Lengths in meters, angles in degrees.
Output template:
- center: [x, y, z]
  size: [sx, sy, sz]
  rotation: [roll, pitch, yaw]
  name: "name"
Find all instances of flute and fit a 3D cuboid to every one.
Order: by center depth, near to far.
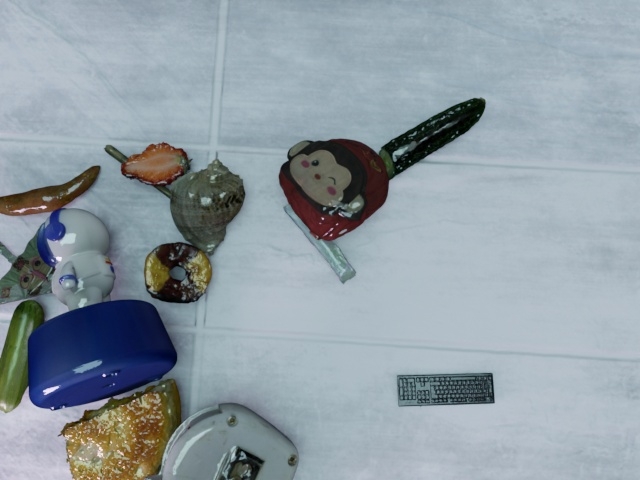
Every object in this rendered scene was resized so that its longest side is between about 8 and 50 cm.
- center: [-0.377, -0.136, 1.259]
  size: [0.233, 0.027, 0.027]
  rotation: [36, 87, 4]
  name: "flute"

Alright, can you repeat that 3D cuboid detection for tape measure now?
- center: [-0.191, 0.457, 1.125]
  size: [0.258, 0.130, 0.265]
  rotation: [28, 81, -12]
  name: "tape measure"

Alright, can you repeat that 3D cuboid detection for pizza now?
- center: [-0.413, 0.415, 1.177]
  size: [0.226, 0.086, 0.336]
  rotation: [27, 90, -3]
  name: "pizza"

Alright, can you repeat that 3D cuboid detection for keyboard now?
- center: [0.263, 0.315, 1.214]
  size: [0.202, 0.011, 0.067]
  rotation: [-2, 84, 1]
  name: "keyboard"

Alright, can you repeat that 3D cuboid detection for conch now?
- center: [-0.242, -0.073, 1.219]
  size: [0.155, 0.130, 0.207]
  rotation: [16, 110, 14]
  name: "conch"

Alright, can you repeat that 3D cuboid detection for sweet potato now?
- center: [-0.595, -0.094, 1.247]
  size: [0.255, 0.058, 0.078]
  rotation: [-18, 65, -4]
  name: "sweet potato"

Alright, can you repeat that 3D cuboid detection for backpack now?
- center: [0.038, -0.116, 1.192]
  size: [0.229, 0.139, 0.229]
  rotation: [2, 59, -3]
  name: "backpack"

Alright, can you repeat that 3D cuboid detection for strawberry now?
- center: [-0.349, -0.158, 1.240]
  size: [0.152, 0.048, 0.104]
  rotation: [-6, 68, -6]
  name: "strawberry"

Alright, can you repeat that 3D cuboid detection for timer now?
- center: [-0.465, 0.112, 1.153]
  size: [0.270, 0.270, 0.384]
  rotation: [-21, 71, 0]
  name: "timer"

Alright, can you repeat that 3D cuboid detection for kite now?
- center: [-0.658, 0.044, 1.243]
  size: [0.250, 0.012, 0.229]
  rotation: [32, 77, 13]
  name: "kite"

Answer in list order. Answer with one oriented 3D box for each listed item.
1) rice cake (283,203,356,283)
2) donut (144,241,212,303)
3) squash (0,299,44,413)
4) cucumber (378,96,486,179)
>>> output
- center: [0.000, 0.000, 1.234]
  size: [0.043, 0.034, 0.211]
  rotation: [-39, 85, -1]
  name: "rice cake"
- center: [-0.301, 0.069, 1.206]
  size: [0.140, 0.059, 0.141]
  rotation: [2, 85, -21]
  name: "donut"
- center: [-0.634, 0.243, 1.214]
  size: [0.069, 0.069, 0.239]
  rotation: [12, 85, 2]
  name: "squash"
- center: [0.235, -0.220, 1.230]
  size: [0.265, 0.077, 0.077]
  rotation: [-30, 85, -3]
  name: "cucumber"
